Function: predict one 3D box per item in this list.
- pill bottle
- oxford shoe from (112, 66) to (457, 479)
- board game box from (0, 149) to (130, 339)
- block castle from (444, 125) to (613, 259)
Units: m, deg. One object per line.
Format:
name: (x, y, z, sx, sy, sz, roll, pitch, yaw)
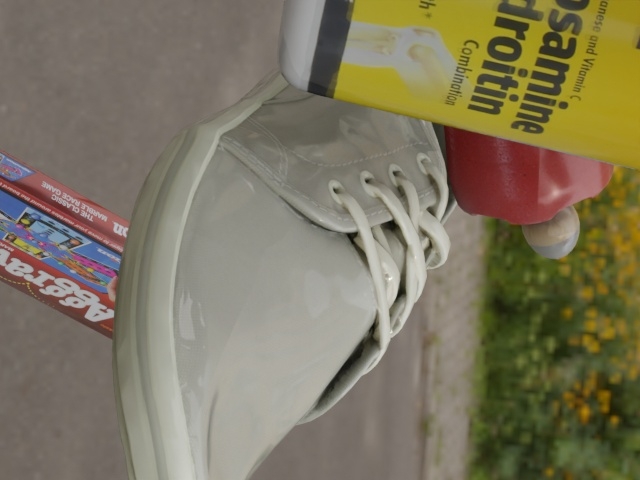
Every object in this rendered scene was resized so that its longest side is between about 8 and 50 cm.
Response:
pill bottle: (0.085, -0.078, 0.485, 0.103, 0.184, 0.103, -167, -90, -89)
oxford shoe: (0.000, 0.000, 0.843, 0.449, 0.130, 0.169, -59, 148, -62)
board game box: (-0.233, -0.006, 1.239, 0.281, 0.145, 0.027, 31, 56, -26)
block castle: (0.292, -0.133, 0.763, 0.453, 0.303, 0.213, -35, 128, -20)
